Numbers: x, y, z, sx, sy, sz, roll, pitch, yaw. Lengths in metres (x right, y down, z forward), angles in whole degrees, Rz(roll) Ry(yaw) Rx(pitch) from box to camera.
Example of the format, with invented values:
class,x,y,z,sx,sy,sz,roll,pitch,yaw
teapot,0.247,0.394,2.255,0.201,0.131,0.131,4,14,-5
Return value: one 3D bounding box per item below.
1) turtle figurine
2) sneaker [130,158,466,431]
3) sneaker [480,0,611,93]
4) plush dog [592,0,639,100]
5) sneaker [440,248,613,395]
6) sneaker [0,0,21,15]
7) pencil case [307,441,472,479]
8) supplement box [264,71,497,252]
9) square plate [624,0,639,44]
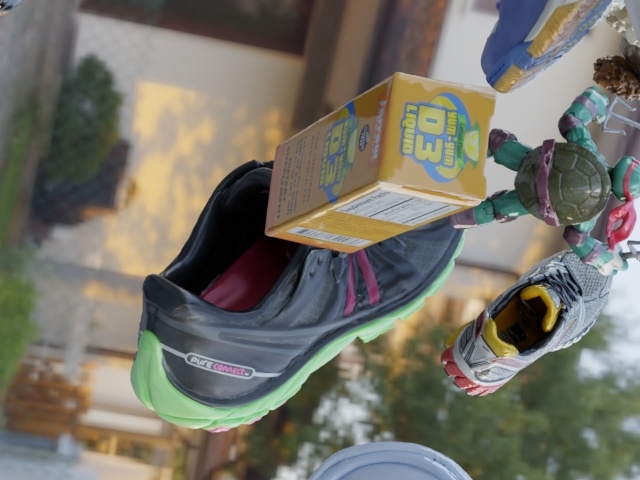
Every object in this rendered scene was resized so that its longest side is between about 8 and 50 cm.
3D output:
class,x,y,z,sx,sy,sz,roll,pitch,yaw
turtle figurine,0.229,-0.059,1.355,0.118,0.234,0.175,6,89,-58
sneaker,0.000,0.000,1.492,0.483,0.185,0.202,-42,143,-38
sneaker,0.203,-0.264,1.266,0.112,0.131,0.296,-34,160,-49
plush dog,0.373,-0.257,1.501,0.262,0.210,0.225,-52,166,-12
sneaker,0.221,0.071,1.435,0.225,0.088,0.093,-36,172,-35
sneaker,-0.346,-0.273,1.508,0.271,0.100,0.108,-80,165,-67
pencil case,0.073,0.186,0.793,0.113,0.124,0.273,-57,155,-3
supplement box,0.035,-0.048,1.000,0.233,0.080,0.078,159,-59,-66
square plate,0.330,-0.031,0.910,0.049,0.344,0.347,-28,-100,43
